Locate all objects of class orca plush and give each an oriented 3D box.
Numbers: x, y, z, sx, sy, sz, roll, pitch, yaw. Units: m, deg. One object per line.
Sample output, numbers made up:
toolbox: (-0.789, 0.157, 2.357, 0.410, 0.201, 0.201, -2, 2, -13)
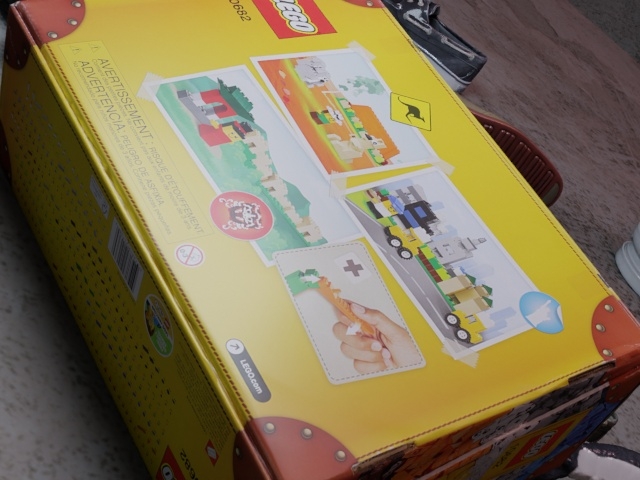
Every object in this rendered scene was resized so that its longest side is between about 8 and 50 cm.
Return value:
orca plush: (0.354, 0.310, 1.151, 0.287, 0.102, 0.151, 20, 78, -14)

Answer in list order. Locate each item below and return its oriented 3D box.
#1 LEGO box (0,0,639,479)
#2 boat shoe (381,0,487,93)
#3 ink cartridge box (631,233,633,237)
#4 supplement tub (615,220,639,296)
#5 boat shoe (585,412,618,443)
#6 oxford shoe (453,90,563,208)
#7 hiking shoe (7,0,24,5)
LEGO box: (-0.018, 0.001, 0.891, 0.373, 0.193, 0.500, -13, 57, -32)
boat shoe: (0.178, -0.405, 1.874, 0.301, 0.102, 0.108, 43, 29, 5)
ink cartridge box: (0.697, -0.013, 1.910, 0.128, 0.127, 0.176, 52, 31, 19)
supplement tub: (0.656, -0.010, 1.710, 0.191, 0.272, 0.191, 29, 31, -19)
boat shoe: (0.257, 0.167, 1.211, 0.219, 0.070, 0.077, 34, 30, -10)
oxford shoe: (0.237, -0.170, 1.606, 0.348, 0.123, 0.130, 33, 25, -15)
hiking shoe: (-0.293, -0.262, 1.165, 0.132, 0.113, 0.304, 56, 7, -41)
